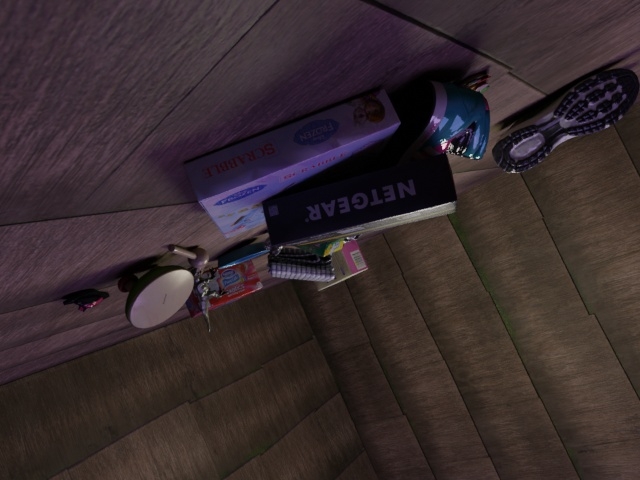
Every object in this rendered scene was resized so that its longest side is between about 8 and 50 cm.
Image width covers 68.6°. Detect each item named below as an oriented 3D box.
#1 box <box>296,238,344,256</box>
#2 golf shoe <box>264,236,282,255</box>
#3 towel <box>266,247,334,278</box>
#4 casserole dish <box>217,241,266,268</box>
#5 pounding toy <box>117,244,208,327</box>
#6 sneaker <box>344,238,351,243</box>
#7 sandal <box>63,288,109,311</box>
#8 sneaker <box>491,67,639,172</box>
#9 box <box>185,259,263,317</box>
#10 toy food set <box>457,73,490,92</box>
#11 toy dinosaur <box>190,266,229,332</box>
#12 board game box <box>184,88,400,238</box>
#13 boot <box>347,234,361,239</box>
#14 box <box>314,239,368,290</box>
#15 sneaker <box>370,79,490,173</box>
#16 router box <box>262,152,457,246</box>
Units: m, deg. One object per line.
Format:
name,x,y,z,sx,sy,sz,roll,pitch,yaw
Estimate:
box,0.000,0.000,1.344,0.105,0.043,0.179,19,-168,17
golf shoe,-0.105,-0.034,1.379,0.176,0.069,0.086,-41,-164,45
towel,-0.073,0.078,1.712,0.235,0.121,0.283,5,172,-3
casserole dish,-0.244,0.045,1.465,0.189,0.036,0.114,-21,177,35
pounding toy,-0.407,0.092,1.164,0.236,0.110,0.183,-54,158,4
sneaker,0.044,-0.030,1.536,0.164,0.086,0.226,-1,-178,22
sandal,-0.578,0.154,1.180,0.067,0.040,0.179,-24,173,-3
sneaker,0.685,-0.368,1.361,0.411,0.158,0.182,-29,-157,24
box,-0.356,0.167,1.687,0.257,0.128,0.123,-20,172,-35
toy food set,0.277,-0.281,0.871,0.083,0.020,0.083,-28,172,26
toy dinosaur,-0.366,0.164,1.536,0.064,0.267,0.118,12,-144,25
board game box,-0.049,-0.115,0.825,0.319,0.065,0.318,-23,174,-9
boot,0.053,-0.053,1.336,0.258,0.123,0.095,-24,147,-49
box,0.059,0.082,2.116,0.117,0.213,0.243,-17,170,-45
sneaker,0.209,-0.187,0.869,0.179,0.123,0.295,-1,165,-18
router box,0.085,-0.060,0.847,0.309,0.080,0.243,-13,176,15
